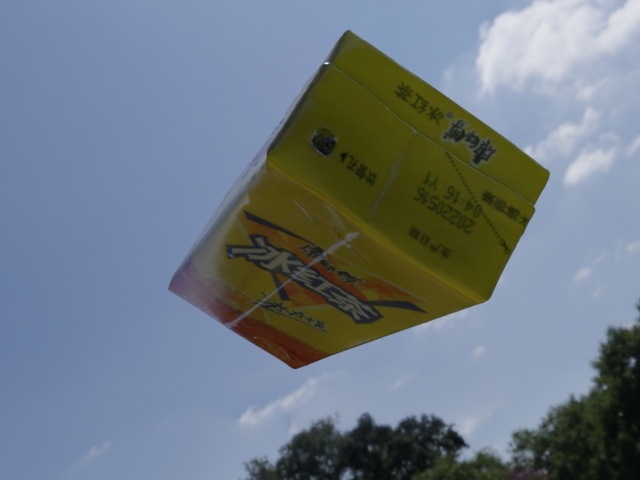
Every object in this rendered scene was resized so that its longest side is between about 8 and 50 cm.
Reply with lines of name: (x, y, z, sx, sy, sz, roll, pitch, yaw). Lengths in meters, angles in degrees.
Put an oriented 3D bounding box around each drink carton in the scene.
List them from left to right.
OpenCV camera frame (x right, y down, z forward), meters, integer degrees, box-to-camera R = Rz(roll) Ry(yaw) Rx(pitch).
drink carton: (0.000, 0.000, 0.603, 0.111, 0.154, 0.351, -60, 9, -23)
